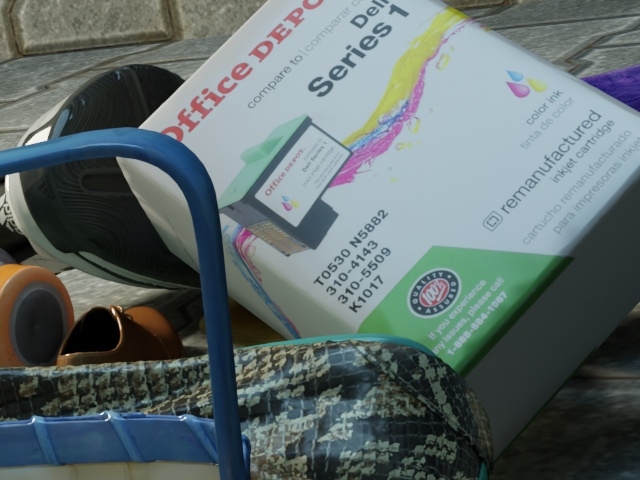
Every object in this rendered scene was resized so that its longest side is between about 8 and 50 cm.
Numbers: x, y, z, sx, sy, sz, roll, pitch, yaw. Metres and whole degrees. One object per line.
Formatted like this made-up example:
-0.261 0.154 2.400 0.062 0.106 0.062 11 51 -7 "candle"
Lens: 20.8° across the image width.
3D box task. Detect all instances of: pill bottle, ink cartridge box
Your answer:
-0.301 0.062 1.290 0.246 0.130 0.130 -1 16 32 "pill bottle"
0.047 -0.027 1.032 0.278 0.117 0.201 35 74 33 "ink cartridge box"

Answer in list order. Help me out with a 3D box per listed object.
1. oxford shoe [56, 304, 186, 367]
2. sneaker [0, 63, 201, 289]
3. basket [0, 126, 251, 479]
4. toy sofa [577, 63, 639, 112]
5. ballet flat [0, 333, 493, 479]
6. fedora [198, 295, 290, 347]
-0.143 0.075 1.247 0.076 0.076 0.212 -10 12 6 "oxford shoe"
-0.178 -0.017 1.341 0.257 0.169 0.447 -19 0 18 "sneaker"
-0.140 0.109 0.663 0.255 0.289 0.201 -8 14 11 "basket"
0.263 -0.068 1.235 0.362 0.177 0.150 -16 -9 -25 "toy sofa"
-0.156 0.142 0.879 0.483 0.164 0.182 -4 39 18 "ballet flat"
0.014 0.067 1.156 0.194 0.079 0.194 -10 13 2 "fedora"
